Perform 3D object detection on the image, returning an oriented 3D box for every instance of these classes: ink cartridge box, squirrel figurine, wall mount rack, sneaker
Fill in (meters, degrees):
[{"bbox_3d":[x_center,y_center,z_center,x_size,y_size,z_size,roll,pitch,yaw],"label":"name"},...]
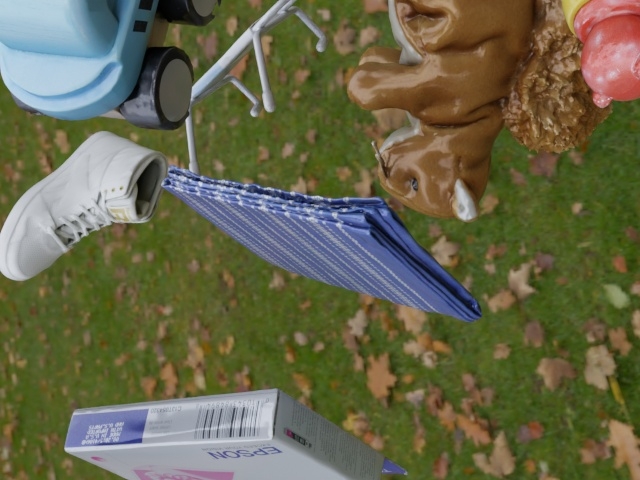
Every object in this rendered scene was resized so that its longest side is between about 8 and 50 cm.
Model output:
[{"bbox_3d":[-0.101,0.290,1.228,0.324,0.330,0.071,-12,55,31],"label":"ink cartridge box"},{"bbox_3d":[0.238,-0.214,1.351,0.281,0.397,0.370,-70,-22,-76],"label":"squirrel figurine"},{"bbox_3d":[-0.128,-0.263,1.606,0.130,0.304,0.350,46,126,-7],"label":"wall mount rack"},{"bbox_3d":[-0.360,-0.046,1.462,0.169,0.292,0.108,18,153,37],"label":"sneaker"}]

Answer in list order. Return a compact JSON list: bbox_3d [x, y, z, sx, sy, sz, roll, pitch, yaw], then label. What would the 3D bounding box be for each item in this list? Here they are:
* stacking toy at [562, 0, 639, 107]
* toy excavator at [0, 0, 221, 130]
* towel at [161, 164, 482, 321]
[{"bbox_3d":[0.429,-0.244,0.968,0.309,0.280,0.130,119,158,-63],"label":"stacking toy"},{"bbox_3d":[-0.297,-0.375,1.068,0.222,0.445,0.432,10,83,20],"label":"toy excavator"},{"bbox_3d":[0.000,0.000,1.068,0.336,0.243,0.040,14,71,43],"label":"towel"}]
